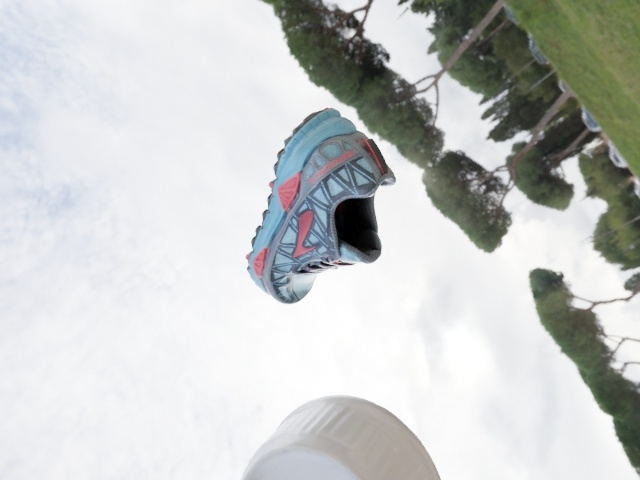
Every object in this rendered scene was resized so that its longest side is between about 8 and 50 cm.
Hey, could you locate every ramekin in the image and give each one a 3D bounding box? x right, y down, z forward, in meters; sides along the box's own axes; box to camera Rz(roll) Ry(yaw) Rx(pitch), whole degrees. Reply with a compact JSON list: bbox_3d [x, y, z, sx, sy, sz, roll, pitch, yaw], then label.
[{"bbox_3d":[0.015,0.347,0.615,0.127,0.272,0.273,5,-125,-63],"label":"ramekin"}]

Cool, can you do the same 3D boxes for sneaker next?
[{"bbox_3d":[0.000,0.000,0.524,0.125,0.262,0.104,40,-131,21],"label":"sneaker"}]
